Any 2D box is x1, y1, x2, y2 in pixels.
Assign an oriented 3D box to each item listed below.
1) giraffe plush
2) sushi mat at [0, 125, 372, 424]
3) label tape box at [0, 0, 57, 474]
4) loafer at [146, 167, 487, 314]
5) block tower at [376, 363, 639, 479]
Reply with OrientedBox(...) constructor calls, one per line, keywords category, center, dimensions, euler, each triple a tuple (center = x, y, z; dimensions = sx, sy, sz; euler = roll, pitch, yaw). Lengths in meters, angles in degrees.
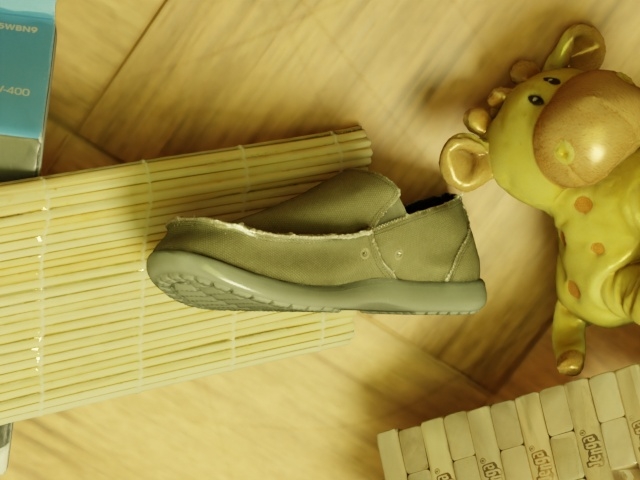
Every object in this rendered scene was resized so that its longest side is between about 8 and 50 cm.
OrientedBox(category="giraffe plush", center=(0.178, -0.040, 1.130), dimensions=(0.210, 0.181, 0.170), euler=(-29, 103, 43))
OrientedBox(category="sushi mat", center=(-0.109, 0.024, 1.112), dimensions=(0.316, 0.019, 0.151), euler=(-11, 117, -30))
OrientedBox(category="label tape box", center=(-0.288, -0.039, 1.101), dimensions=(0.241, 0.106, 0.333), euler=(6, 111, -8))
OrientedBox(category="loafer", center=(0.000, 0.000, 1.117), dimensions=(0.251, 0.094, 0.087), euler=(4, 86, -45))
OrientedBox(category="block tower", center=(0.191, 0.129, 1.142), dimensions=(0.335, 0.091, 0.097), euler=(-20, 70, 26))
